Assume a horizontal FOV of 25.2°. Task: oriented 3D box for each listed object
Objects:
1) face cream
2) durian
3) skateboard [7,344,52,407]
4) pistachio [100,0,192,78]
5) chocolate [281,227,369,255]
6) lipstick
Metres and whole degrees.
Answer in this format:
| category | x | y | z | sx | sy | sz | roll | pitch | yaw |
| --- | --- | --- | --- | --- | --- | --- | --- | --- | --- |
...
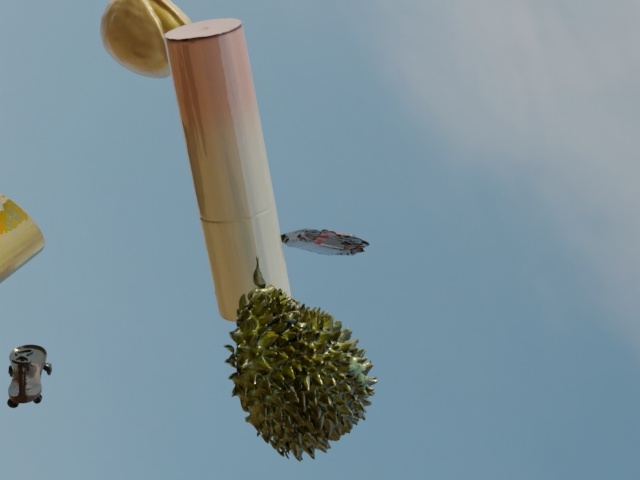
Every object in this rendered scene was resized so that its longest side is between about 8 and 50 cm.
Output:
| category | x | y | z | sx | sy | sz | roll | pitch | yaw |
| --- | --- | --- | --- | --- | --- | --- | --- | --- | --- |
| face cream | -0.463 | 0.020 | 1.773 | 0.139 | 0.285 | 0.067 | 35 | -62 | 2 |
| durian | -0.009 | 0.127 | 1.355 | 0.095 | 0.137 | 0.220 | -11 | -43 | 32 |
| skateboard | -0.438 | 0.192 | 2.133 | 0.151 | 0.067 | 0.080 | -112 | -159 | -69 |
| pistachio | -0.253 | -0.303 | 2.056 | 0.145 | 0.117 | 0.200 | 64 | -12 | -27 |
| chocolate | 0.000 | 0.000 | 1.792 | 0.182 | 0.086 | 0.028 | 173 | -71 | -76 |
| lipstick | -0.099 | -0.075 | 1.573 | 0.087 | 0.087 | 0.326 | 14 | -59 | 47 |
